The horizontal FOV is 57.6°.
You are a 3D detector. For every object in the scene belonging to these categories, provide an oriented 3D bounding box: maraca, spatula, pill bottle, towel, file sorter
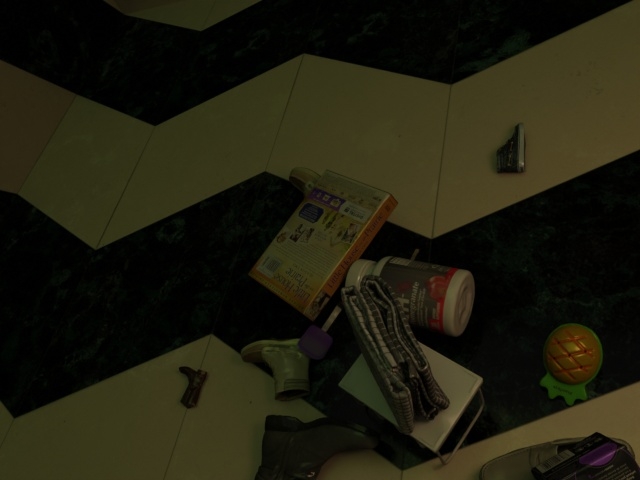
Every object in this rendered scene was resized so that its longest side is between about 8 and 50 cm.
[{"bbox_3d":[0.578,0.285,1.349,0.127,0.099,0.186,15,89,35],"label":"maraca"},{"bbox_3d":[0.041,0.213,1.681,0.084,0.030,0.296,35,66,3],"label":"spatula"},{"bbox_3d":[0.234,0.138,1.563,0.318,0.176,0.176,10,61,31],"label":"pill bottle"},{"bbox_3d":[0.161,0.241,1.257,0.121,0.235,0.284,-25,49,-4],"label":"towel"},{"bbox_3d":[0.227,0.370,1.395,0.277,0.173,0.193,27,69,37],"label":"file sorter"}]

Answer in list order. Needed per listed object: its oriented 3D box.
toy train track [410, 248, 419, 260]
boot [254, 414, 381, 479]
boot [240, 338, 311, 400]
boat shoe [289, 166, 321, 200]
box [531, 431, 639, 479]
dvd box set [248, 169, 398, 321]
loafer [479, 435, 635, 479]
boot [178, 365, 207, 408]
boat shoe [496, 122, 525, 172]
[{"bbox_3d":[0.271,0.061,1.712,0.048,0.014,0.083,7,53,37],"label":"toy train track"},{"bbox_3d":[-0.014,0.556,1.428,0.338,0.118,0.223,-10,54,33],"label":"boot"},{"bbox_3d":[-0.128,0.365,1.630,0.213,0.077,0.165,-7,53,11],"label":"boot"},{"bbox_3d":[-0.012,-0.149,1.943,0.302,0.109,0.098,34,73,33],"label":"boat shoe"},{"bbox_3d":[0.546,0.525,1.080,0.165,0.143,0.270,-30,79,3],"label":"box"},{"bbox_3d":[0.000,0.000,1.729,0.307,0.062,0.420,27,78,48],"label":"dvd box set"},{"bbox_3d":[0.492,0.474,1.233,0.319,0.111,0.112,-19,50,12],"label":"loafer"},{"bbox_3d":[-0.399,0.438,1.737,0.106,0.037,0.114,2,62,29],"label":"boot"},{"bbox_3d":[0.583,-0.286,1.785,0.083,0.065,0.184,-2,56,23],"label":"boat shoe"}]
